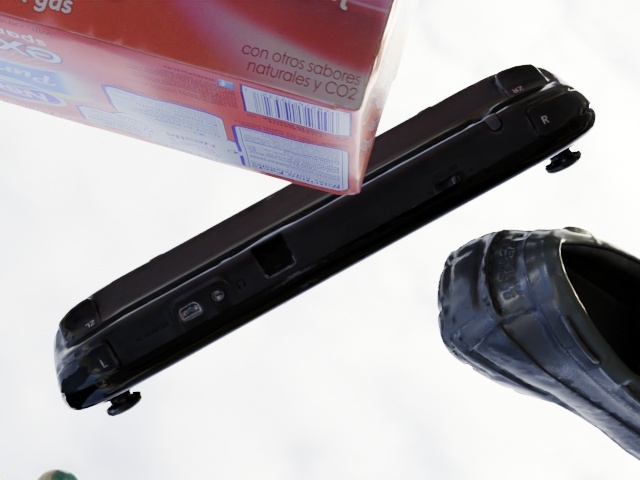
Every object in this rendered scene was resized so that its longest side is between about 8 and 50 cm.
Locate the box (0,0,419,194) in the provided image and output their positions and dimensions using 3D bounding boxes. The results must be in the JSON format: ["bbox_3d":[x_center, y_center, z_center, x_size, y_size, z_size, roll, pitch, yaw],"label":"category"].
[{"bbox_3d":[-0.105,-0.137,0.676,0.300,0.154,0.142,16,-102,5],"label":"box"}]

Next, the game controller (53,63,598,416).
[{"bbox_3d":[0.000,0.000,0.841,0.319,0.166,0.067,-28,-94,-1],"label":"game controller"}]

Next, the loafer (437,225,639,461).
[{"bbox_3d":[0.150,0.052,0.671,0.223,0.078,0.076,25,-122,-33],"label":"loafer"}]

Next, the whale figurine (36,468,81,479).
[{"bbox_3d":[-0.138,0.264,0.988,0.141,0.272,0.216,5,-135,4],"label":"whale figurine"}]

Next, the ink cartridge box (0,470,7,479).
[{"bbox_3d":[-0.256,0.170,0.783,0.087,0.153,0.208,49,-175,19],"label":"ink cartridge box"}]
